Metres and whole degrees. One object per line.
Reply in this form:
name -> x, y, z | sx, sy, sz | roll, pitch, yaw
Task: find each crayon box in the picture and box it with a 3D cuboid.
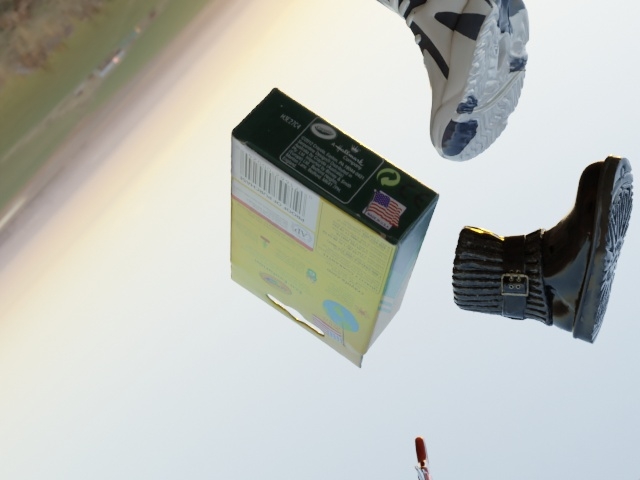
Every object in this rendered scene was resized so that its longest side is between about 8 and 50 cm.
crayon box -> 0.000, 0.000, 1.149 | 0.081, 0.202, 0.318 | -49, 166, -26

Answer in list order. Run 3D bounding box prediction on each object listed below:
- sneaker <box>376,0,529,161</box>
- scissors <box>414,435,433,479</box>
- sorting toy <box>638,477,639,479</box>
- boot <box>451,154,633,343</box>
sneaker -> 0.088, -0.182, 0.884 | 0.153, 0.094, 0.235 | 7, -92, 37
scissors -> 0.146, 0.338, 1.470 | 0.021, 0.109, 0.297 | -8, 176, 4
sorting toy -> 0.477, 0.326, 1.203 | 0.347, 0.196, 0.047 | -19, -161, 13
boot -> 0.352, -0.001, 1.744 | 0.131, 0.260, 0.348 | -39, 141, -52
